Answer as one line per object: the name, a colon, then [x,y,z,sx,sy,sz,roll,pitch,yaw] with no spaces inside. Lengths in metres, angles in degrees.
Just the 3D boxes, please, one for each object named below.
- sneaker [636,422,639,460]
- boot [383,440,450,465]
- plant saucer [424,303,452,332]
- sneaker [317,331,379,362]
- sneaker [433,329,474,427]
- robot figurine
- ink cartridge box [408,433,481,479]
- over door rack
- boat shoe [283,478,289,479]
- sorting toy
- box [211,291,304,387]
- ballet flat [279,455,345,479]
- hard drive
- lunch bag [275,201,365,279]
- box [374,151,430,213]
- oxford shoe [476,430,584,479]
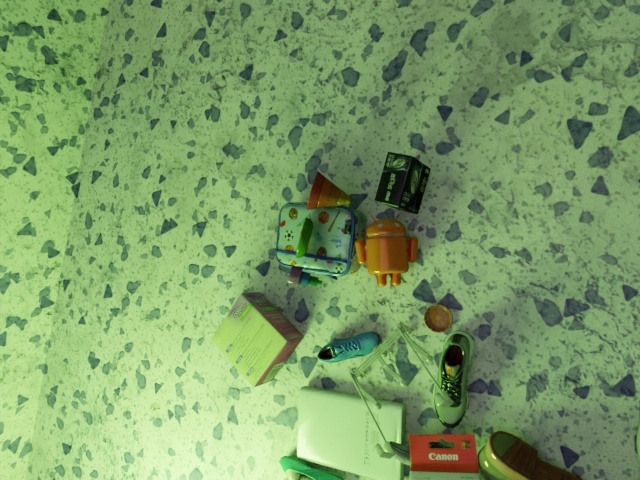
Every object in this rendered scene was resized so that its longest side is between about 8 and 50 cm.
sneaker: [0.798,0.556,1.064,0.106,0.123,0.289,-11,80,29]
boot: [0.281,0.600,1.344,0.190,0.069,0.086,25,93,-5]
plant saucer: [0.349,0.231,1.387,0.084,0.013,0.083,-2,85,27]
sneaker: [0.086,0.344,1.483,0.210,0.082,0.069,-23,74,24]
sneaker: [0.366,0.391,1.315,0.100,0.108,0.271,6,91,27]
robot figurine: [0.199,0.029,1.416,0.158,0.128,0.219,-7,83,40]
ink cartridge box: [0.325,0.639,1.233,0.189,0.066,0.232,-11,74,23]
over door rack: [0.223,0.420,1.322,0.239,0.108,0.324,-48,28,14]
boat shoe: [-0.169,0.929,1.570,0.114,0.091,0.302,37,104,25]
sorting toy: [0.002,-0.018,1.433,0.126,0.127,0.365,14,102,0]
box: [-0.221,0.339,1.626,0.243,0.117,0.213,40,105,24]
ballet flat: [-0.043,0.771,1.509,0.248,0.087,0.083,7,123,28]
hard drive: [0.091,0.606,1.480,0.353,0.047,0.232,1,87,28]
lunch bag: [0.000,0.000,1.536,0.304,0.115,0.242,9,93,29]
box: [0.245,-0.165,1.376,0.078,0.180,0.147,17,94,30]
oxford shoe: [0.581,0.663,1.189,0.397,0.141,0.146,38,129,24]
